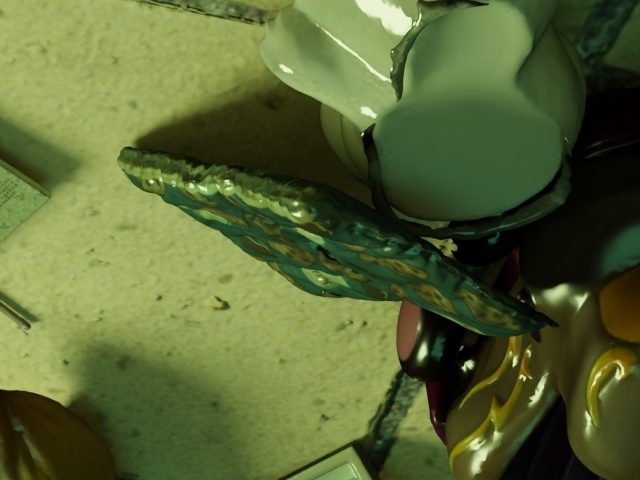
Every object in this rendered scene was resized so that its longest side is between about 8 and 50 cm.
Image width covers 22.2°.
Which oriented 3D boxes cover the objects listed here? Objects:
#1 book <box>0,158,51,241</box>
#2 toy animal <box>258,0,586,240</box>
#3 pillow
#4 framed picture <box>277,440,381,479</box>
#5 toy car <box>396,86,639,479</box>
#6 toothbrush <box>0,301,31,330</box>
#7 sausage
[{"bbox_3d":[-0.271,-0.041,1.016,0.118,0.012,0.172,-38,124,26],"label":"book"},{"bbox_3d":[0.078,-0.134,0.864,0.209,0.154,0.325,0,143,-22],"label":"toy animal"},{"bbox_3d":[0.000,0.001,0.974,0.189,0.034,0.256,28,170,-31],"label":"pillow"},{"bbox_3d":[-0.018,0.263,1.288,0.203,0.015,0.150,-29,91,22],"label":"framed picture"},{"bbox_3d":[0.207,0.084,1.041,0.271,0.240,0.340,9,130,-12],"label":"toy car"},{"bbox_3d":[-0.230,0.035,1.106,0.006,0.008,0.097,-29,131,23],"label":"toothbrush"},{"bbox_3d":[-0.197,0.216,1.223,0.112,0.112,0.328,-7,134,0],"label":"sausage"}]
